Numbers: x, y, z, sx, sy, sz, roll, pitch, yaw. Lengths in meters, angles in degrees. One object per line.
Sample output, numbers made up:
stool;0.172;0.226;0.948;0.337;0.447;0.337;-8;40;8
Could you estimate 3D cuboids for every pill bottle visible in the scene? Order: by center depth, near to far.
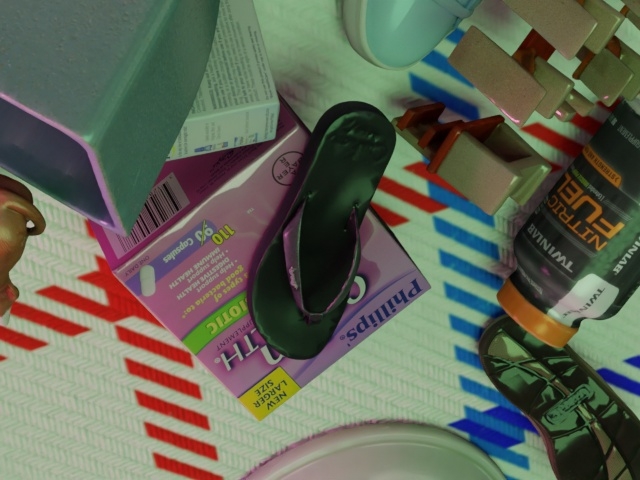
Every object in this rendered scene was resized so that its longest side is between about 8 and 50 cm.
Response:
pill bottle;0.281;-0.011;1.914;0.130;0.130;0.246;27;107;-33

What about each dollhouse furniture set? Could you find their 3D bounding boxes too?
dollhouse furniture set;0.190;-0.162;1.747;0.259;0.135;0.262;-55;161;26

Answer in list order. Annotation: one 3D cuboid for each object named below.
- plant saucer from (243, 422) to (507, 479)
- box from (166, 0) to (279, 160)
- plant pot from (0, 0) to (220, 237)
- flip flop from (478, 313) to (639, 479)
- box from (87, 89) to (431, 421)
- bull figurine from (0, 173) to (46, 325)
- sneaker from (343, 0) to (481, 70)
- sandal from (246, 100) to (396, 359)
plant saucer;0.046;0.386;2.087;0.400;0.100;0.400;-10;123;-15
box;-0.116;-0.144;1.661;0.137;0.126;0.072;-11;158;-9
plant pot;-0.202;-0.195;1.504;0.248;0.247;0.252;29;77;8
flip flop;0.261;0.177;2.064;0.112;0.080;0.277;-37;111;9
box;-0.057;0.009;1.799;0.213;0.117;0.243;-38;127;3
bull figurine;-0.384;-0.023;1.615;0.310;0.101;0.188;15;147;3
sneaker;0.154;-0.289;1.678;0.135;0.150;0.366;24;109;-31
sandal;-0.001;-0.001;1.708;0.097;0.054;0.254;4;118;-24
